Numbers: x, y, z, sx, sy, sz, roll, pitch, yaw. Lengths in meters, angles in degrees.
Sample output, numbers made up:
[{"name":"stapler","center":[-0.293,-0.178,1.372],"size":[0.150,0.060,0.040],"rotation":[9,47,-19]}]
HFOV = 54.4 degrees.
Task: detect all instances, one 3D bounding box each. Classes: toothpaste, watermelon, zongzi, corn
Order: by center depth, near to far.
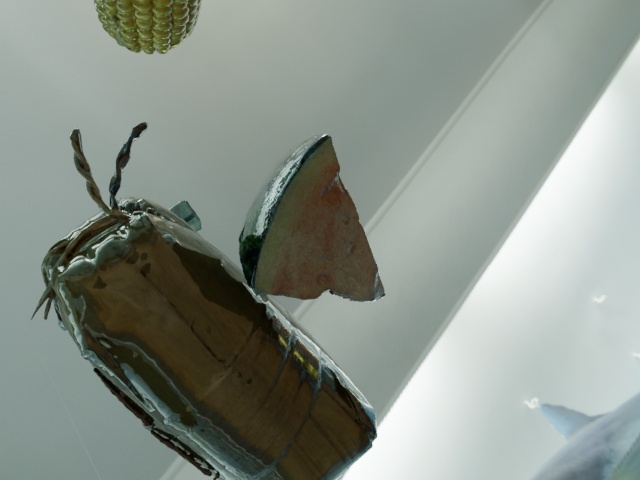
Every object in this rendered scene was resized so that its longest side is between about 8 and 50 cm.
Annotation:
[{"name":"corn","center":[-0.133,-0.256,0.478],"size":[0.093,0.244,0.093],"rotation":[7,-126,-10]},{"name":"watermelon","center":[-0.023,-0.005,0.710],"size":[0.136,0.207,0.202],"rotation":[-22,-84,-2]},{"name":"zongzi","center":[-0.211,0.102,0.836],"size":[0.218,0.467,0.500],"rotation":[-47,-68,-18]},{"name":"toothpaste","center":[-0.278,0.041,0.895],"size":[0.255,0.067,0.037],"rotation":[-40,-32,2]}]
